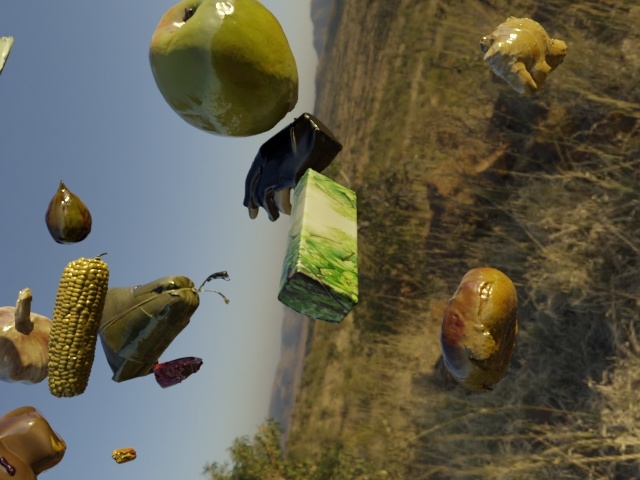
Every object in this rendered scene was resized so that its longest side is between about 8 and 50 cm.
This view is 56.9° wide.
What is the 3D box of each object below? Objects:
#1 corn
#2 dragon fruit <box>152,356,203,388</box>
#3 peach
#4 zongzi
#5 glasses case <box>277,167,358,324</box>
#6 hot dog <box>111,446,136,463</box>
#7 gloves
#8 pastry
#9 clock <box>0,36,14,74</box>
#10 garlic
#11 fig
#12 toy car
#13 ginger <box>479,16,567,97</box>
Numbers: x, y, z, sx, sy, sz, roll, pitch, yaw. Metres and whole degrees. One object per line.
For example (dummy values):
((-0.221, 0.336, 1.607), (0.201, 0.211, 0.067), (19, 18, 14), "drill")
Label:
((-0.512, 0.170, 1.236), (0.101, 0.102, 0.310), (118, 162, -83), "corn")
((-0.354, 0.311, 1.458), (0.131, 0.063, 0.097), (-12, 35, 45), "dragon fruit")
((-0.199, -0.378, 1.289), (0.315, 0.314, 0.281), (62, 171, -28), "peach")
((-0.525, 0.146, 1.755), (0.447, 0.418, 0.181), (-48, -23, 15), "zongzi")
((0.000, 0.000, 0.851), (0.062, 0.095, 0.272), (-54, 17, 31), "glasses case")
((-0.465, 0.510, 1.410), (0.037, 0.021, 0.083), (57, -173, 16), "hot dog")
((-0.085, -0.165, 1.388), (0.197, 0.152, 0.301), (57, 132, 40), "gloves")
((0.460, 0.249, 1.668), (0.356, 0.164, 0.355), (-17, -69, -53), "pastry")
((-0.754, -0.356, 1.313), (0.236, 0.053, 0.236), (-32, 45, 39), "clock")
((-0.823, 0.245, 1.614), (0.245, 0.245, 0.253), (-89, 24, -70), "garlic")
((-0.605, -0.068, 1.410), (0.109, 0.103, 0.154), (10, 111, 61), "fig")
((-0.729, 0.435, 1.282), (0.271, 0.240, 0.340), (0, 123, 54), "toy car")
((0.398, -0.370, 1.160), (0.216, 0.157, 0.102), (-46, -11, -38), "ginger")
